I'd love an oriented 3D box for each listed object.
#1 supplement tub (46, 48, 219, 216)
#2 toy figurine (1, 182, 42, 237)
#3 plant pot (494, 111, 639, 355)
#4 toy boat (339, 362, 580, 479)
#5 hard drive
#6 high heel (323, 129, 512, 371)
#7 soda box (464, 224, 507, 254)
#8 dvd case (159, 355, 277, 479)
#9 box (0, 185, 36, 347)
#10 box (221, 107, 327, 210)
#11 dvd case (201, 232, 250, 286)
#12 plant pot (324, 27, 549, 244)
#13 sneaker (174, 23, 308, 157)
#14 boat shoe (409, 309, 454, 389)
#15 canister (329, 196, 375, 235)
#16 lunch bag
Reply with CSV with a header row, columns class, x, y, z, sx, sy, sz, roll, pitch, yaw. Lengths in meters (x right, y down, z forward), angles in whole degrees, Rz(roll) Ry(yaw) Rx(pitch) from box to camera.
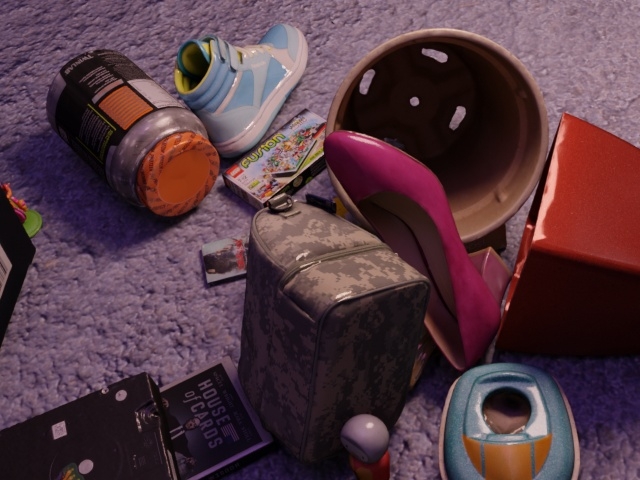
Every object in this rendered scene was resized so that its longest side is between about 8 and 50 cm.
class,x,y,z,sx,sy,sz,roll,pitch,yaw
supplement tub,-0.327,-0.187,2.038,0.193,0.194,0.316,-35,53,-17
toy figurine,-0.589,-0.079,2.023,0.173,0.159,0.130,7,53,16
plant pot,0.415,0.019,1.692,0.235,0.267,0.267,16,55,8
toy boat,0.190,0.281,1.577,0.318,0.148,0.268,-6,50,6
hard drive,-0.370,0.354,1.660,0.338,0.064,0.237,-23,51,1
high heel,0.126,0.012,1.651,0.377,0.127,0.181,39,53,-15
soda box,0.205,-0.005,1.866,0.181,0.061,0.058,-15,49,-1
dvd case,-0.207,0.291,1.726,0.238,0.030,0.179,-26,51,-9
box,-0.716,0.067,1.894,0.395,0.212,0.294,1,52,11
box,-0.060,-0.140,2.048,0.207,0.036,0.114,-41,55,-21
dvd case,-0.136,0.027,1.940,0.119,0.013,0.087,-13,50,-1
plant pot,0.166,-0.191,1.850,0.333,0.334,0.305,-12,18,2
sneaker,-0.146,-0.328,2.096,0.127,0.208,0.319,-10,43,39
boat shoe,0.175,0.149,1.753,0.072,0.068,0.190,37,73,18
canister,0.000,0.000,1.864,0.169,0.126,0.073,-25,49,-12
lunch bag,-0.009,0.116,1.645,0.212,0.305,0.256,-18,39,-36
